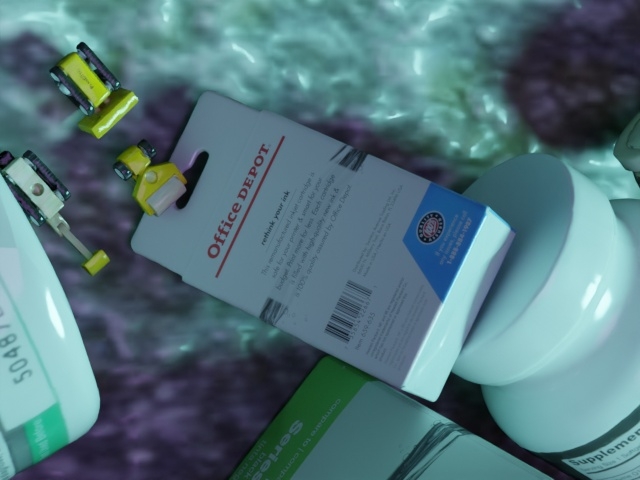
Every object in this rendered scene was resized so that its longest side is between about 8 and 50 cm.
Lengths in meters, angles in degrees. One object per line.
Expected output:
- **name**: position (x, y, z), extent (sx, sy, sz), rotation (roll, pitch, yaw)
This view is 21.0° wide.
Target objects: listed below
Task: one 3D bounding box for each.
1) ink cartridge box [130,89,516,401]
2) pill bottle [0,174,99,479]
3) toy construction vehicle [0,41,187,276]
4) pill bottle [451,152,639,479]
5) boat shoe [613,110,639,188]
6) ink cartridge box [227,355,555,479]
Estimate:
- **ink cartridge box**: position (0.000, 0.000, 0.926), extent (0.104, 0.180, 0.060), rotation (-64, 156, 0)
- **pill bottle**: position (-0.298, 0.082, 0.758), extent (0.361, 0.204, 0.204), rotation (-30, 112, -17)
- **toy construction vehicle**: position (-0.126, -0.042, 0.910), extent (0.086, 0.035, 0.098), rotation (-48, 112, -15)
- **pill bottle**: position (0.195, 0.074, 1.009), extent (0.278, 0.162, 0.162), rotation (33, 86, -26)
- **boat shoe**: position (0.322, -0.098, 1.059), extent (0.324, 0.116, 0.096), rotation (-32, 109, -22)
- **ink cartridge box**: position (0.092, 0.189, 0.922), extent (0.198, 0.273, 0.115), rotation (42, 82, -26)
